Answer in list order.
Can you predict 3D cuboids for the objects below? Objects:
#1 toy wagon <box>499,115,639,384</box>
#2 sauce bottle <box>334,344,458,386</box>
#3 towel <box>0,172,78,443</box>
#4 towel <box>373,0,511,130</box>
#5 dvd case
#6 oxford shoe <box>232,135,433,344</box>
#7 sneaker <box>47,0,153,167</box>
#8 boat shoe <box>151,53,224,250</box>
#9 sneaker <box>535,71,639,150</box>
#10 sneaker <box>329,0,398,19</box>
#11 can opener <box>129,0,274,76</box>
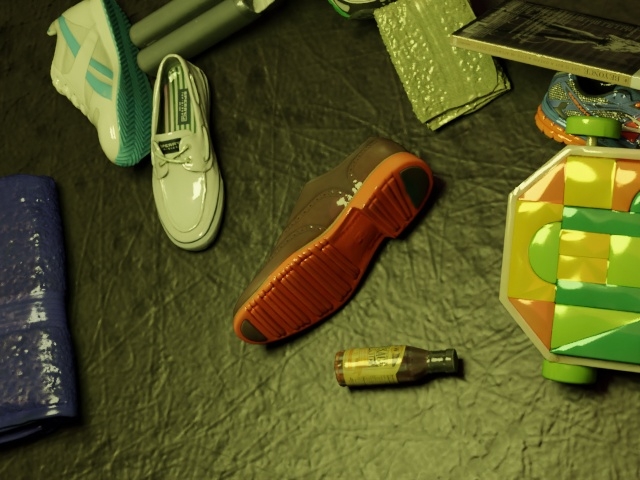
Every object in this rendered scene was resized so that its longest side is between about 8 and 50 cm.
[{"bbox_3d":[0.352,0.019,1.737,0.344,0.068,0.267,6,93,20],"label":"toy wagon"},{"bbox_3d":[0.080,0.129,1.850,0.128,0.042,0.042,-7,70,15],"label":"sauce bottle"},{"bbox_3d":[-0.390,0.087,2.011,0.228,0.076,0.308,-11,68,7],"label":"towel"},{"bbox_3d":[0.131,-0.205,1.927,0.110,0.027,0.148,-26,94,2],"label":"towel"},{"bbox_3d":[0.268,-0.207,1.851,0.221,0.164,0.018,16,117,23],"label":"dvd case"},{"bbox_3d":[0.000,0.000,1.907,0.271,0.097,0.098,-43,44,-4],"label":"oxford shoe"},{"bbox_3d":[-0.255,-0.176,2.050,0.092,0.087,0.228,-25,59,17],"label":"sneaker"},{"bbox_3d":[-0.162,-0.101,1.991,0.083,0.076,0.226,-14,68,14],"label":"boat shoe"},{"bbox_3d":[0.326,-0.125,1.815,0.221,0.083,0.087,18,120,22],"label":"sneaker"},{"bbox_3d":[0.043,-0.408,1.990,0.134,0.146,0.343,-7,71,16],"label":"sneaker"},{"bbox_3d":[-0.108,-0.281,2.002,0.280,0.093,0.074,-29,62,28],"label":"can opener"}]
